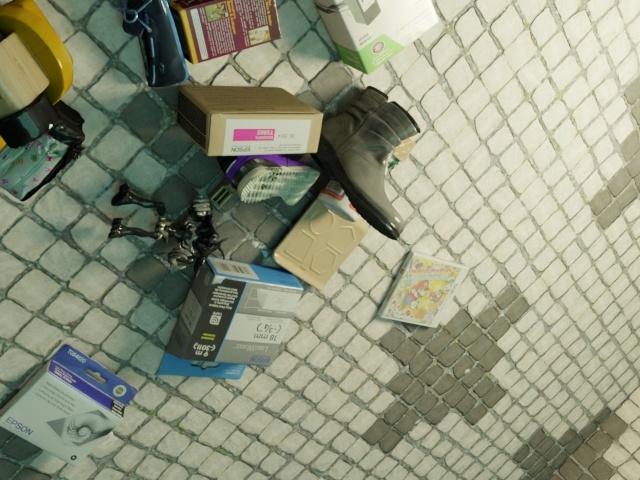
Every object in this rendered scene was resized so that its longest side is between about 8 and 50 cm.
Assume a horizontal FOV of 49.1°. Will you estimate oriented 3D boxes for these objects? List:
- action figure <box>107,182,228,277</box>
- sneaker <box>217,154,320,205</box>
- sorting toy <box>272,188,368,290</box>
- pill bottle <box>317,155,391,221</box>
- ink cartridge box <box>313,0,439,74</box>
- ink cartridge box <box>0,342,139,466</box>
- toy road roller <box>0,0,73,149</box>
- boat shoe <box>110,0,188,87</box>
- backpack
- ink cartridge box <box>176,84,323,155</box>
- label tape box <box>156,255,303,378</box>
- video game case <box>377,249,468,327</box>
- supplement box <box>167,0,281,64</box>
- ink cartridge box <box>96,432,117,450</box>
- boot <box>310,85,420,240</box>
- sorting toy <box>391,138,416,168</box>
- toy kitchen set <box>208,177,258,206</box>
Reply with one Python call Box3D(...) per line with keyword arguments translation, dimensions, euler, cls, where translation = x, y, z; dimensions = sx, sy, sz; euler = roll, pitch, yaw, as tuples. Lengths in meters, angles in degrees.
Box3D(translation=(-0.292, -0.018, 1.450), dimensions=(0.275, 0.141, 0.164), euler=(18, 81, -33), cls="action figure")
Box3D(translation=(-0.115, -0.160, 1.495), dimensions=(0.102, 0.146, 0.293), euler=(-50, 161, 18), cls="sneaker")
Box3D(translation=(0.000, 0.000, 1.710), dimensions=(0.193, 0.038, 0.208), euler=(36, 91, -40), cls="sorting toy")
Box3D(translation=(0.087, -0.148, 1.613), dimensions=(0.108, 0.108, 0.194), euler=(38, 82, -40), cls="pill bottle")
Box3D(translation=(0.093, -0.510, 1.408), dimensions=(0.198, 0.115, 0.273), euler=(-38, 130, -6), cls="ink cartridge box")
Box3D(translation=(-0.559, 0.373, 1.569), dimensions=(0.224, 0.045, 0.223), euler=(-46, 121, 0), cls="ink cartridge box")
Box3D(translation=(-0.556, -0.265, 1.144), dimensions=(0.329, 0.241, 0.203), euler=(-14, 125, 22), cls="toy road roller")
Box3D(translation=(-0.311, -0.387, 1.250), dimensions=(0.089, 0.109, 0.258), euler=(-24, 125, -12), cls="boat shoe")
Box3D(translation=(-0.513, -0.163, 1.251), dimensions=(0.182, 0.152, 0.115), euler=(-43, 120, 9), cls="backpack")
Box3D(translation=(-0.143, -0.239, 1.378), dimensions=(0.234, 0.193, 0.088), euler=(-5, 119, -28), cls="ink cartridge box")
Box3D(translation=(-0.215, 0.218, 1.663), dimensions=(0.240, 0.106, 0.334), euler=(11, 111, -34), cls="label tape box")
Box3D(translation=(0.291, 0.142, 1.968), dimensions=(0.227, 0.026, 0.206), euler=(15, 109, -36), cls="video game case")
Box3D(translation=(-0.178, -0.416, 1.325), dimensions=(0.188, 0.081, 0.104), euler=(-22, 126, -18), cls="supplement box")
Box3D(translation=(-0.530, 0.460, 1.669), dimensions=(0.048, 0.028, 0.083), euler=(-38, 129, -5), cls="ink cartridge box")
Box3D(translation=(0.128, -0.180, 1.489), dimensions=(0.222, 0.338, 0.118), euler=(-36, 156, -3), cls="boot")
Box3D(translation=(0.192, -0.216, 1.707), dimensions=(0.062, 0.012, 0.083), euler=(34, 94, -44), cls="sorting toy")
Box3D(translation=(-0.182, -0.087, 1.515), dimensions=(0.075, 0.083, 0.068), euler=(-46, 129, 1), cls="toy kitchen set")
